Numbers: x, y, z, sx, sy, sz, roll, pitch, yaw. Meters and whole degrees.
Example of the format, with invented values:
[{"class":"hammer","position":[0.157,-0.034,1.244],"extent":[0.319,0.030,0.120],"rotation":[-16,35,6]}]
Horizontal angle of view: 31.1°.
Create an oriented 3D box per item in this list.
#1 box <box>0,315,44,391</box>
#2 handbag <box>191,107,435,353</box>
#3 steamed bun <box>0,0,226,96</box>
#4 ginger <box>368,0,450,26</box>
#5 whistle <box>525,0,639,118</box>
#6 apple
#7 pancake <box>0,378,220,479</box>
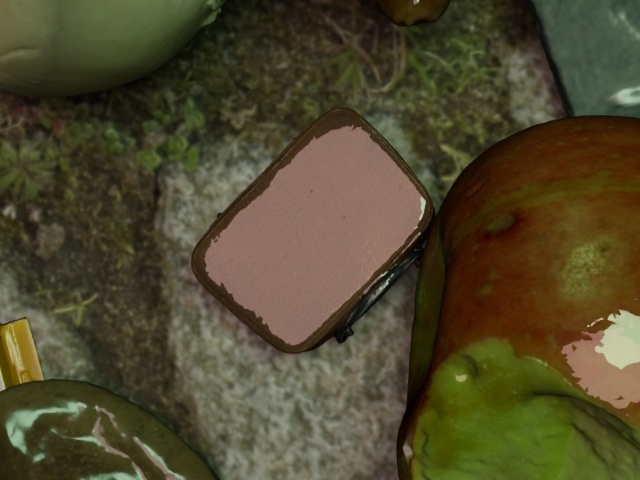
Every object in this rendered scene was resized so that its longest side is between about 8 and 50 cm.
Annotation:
[{"class":"box","position":[-0.364,0.160,1.022],"extent":[0.247,0.033,0.129],"rotation":[-19,82,6]},{"class":"handbag","position":[0.000,0.000,0.965],"extent":[0.193,0.072,0.151],"rotation":[-43,81,1]},{"class":"steamed bun","position":[-0.204,-0.285,0.921],"extent":[0.312,0.233,0.334],"rotation":[0,102,52]},{"class":"ginger","position":[0.023,-0.299,0.858],"extent":[0.152,0.357,0.274],"rotation":[-12,109,12]},{"class":"whistle","position":[0.215,-0.278,0.897],"extent":[0.168,0.188,0.404],"rotation":[-18,83,6]},{"class":"apple","position":[0.213,0.083,0.797],"extent":[0.340,0.339,0.339],"rotation":[-1,85,8]},{"class":"pancake","position":[-0.200,0.237,0.915],"extent":[0.294,0.049,0.294],"rotation":[10,54,-14]}]
